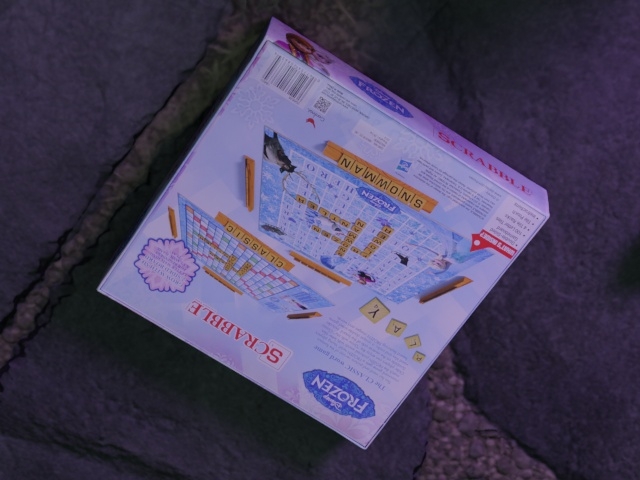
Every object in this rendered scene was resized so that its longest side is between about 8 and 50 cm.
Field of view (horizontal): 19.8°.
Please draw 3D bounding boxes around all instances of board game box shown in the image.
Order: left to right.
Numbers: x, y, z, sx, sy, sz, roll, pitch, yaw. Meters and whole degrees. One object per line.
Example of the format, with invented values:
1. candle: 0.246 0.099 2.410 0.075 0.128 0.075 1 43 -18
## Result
1. board game box: 0.000 0.000 1.769 0.318 0.066 0.318 32 114 -10
